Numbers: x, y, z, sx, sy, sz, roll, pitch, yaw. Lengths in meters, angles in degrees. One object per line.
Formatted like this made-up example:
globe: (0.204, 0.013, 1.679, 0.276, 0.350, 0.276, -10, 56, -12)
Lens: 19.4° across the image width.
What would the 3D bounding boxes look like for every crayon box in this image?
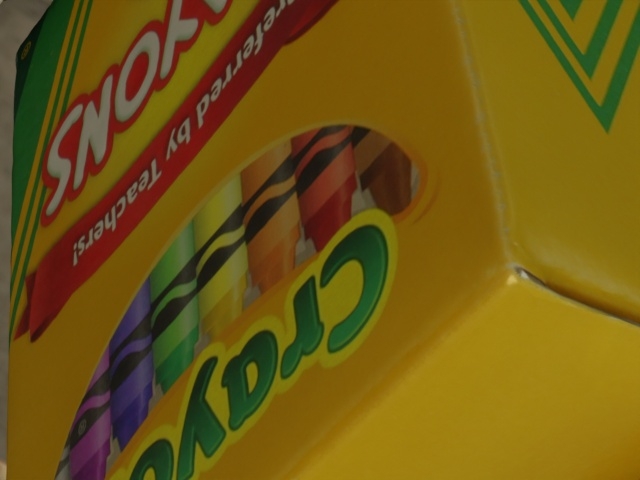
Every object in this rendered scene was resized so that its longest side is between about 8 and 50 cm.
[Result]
crayon box: (0.000, 0.000, 0.475, 0.081, 0.319, 0.202, 22, 128, -28)

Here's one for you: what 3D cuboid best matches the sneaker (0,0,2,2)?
sneaker: (-0.177, -0.095, 0.601, 0.234, 0.078, 0.106, -27, 142, 30)
